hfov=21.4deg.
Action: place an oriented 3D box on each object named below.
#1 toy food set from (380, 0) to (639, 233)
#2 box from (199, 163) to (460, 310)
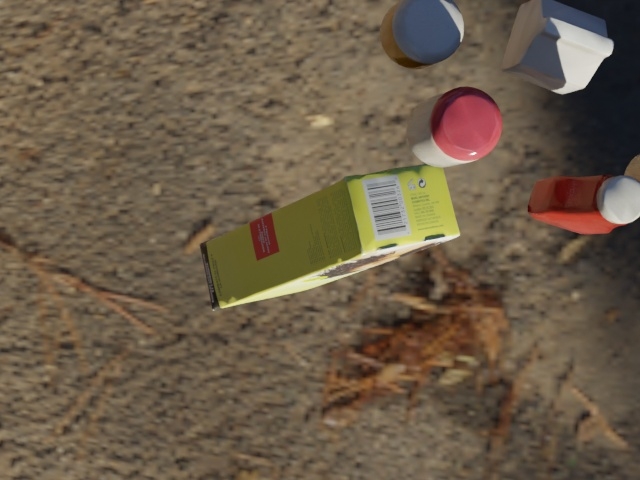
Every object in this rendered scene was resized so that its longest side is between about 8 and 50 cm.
[{"bbox_3d":[0.145,-0.066,0.897,0.232,0.104,0.111,20,85,-11],"label":"toy food set"},{"bbox_3d":[0.000,0.000,1.238,0.087,0.232,0.058,-11,85,-30],"label":"box"}]
